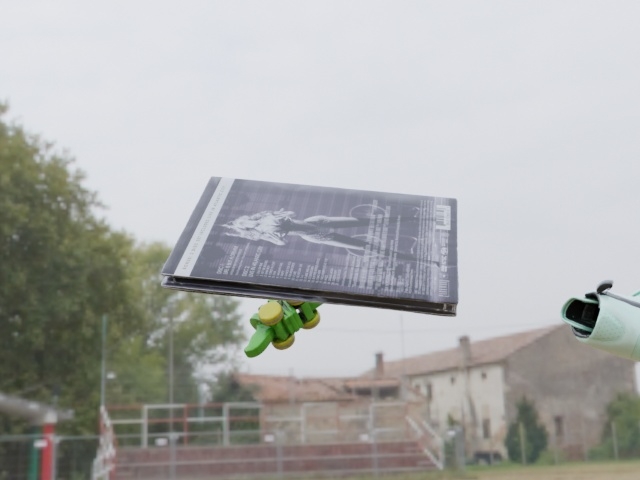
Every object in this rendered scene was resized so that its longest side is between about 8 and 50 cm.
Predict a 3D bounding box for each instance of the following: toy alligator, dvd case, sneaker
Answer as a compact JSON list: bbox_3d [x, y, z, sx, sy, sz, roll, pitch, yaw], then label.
[{"bbox_3d":[-0.022,0.068,1.038,0.051,0.190,0.056,35,-23,45],"label":"toy alligator"},{"bbox_3d":[0.000,0.000,0.714,0.221,0.018,0.164,6,31,5],"label":"dvd case"},{"bbox_3d":[0.375,0.086,1.100,0.151,0.094,0.256,19,9,5],"label":"sneaker"}]
